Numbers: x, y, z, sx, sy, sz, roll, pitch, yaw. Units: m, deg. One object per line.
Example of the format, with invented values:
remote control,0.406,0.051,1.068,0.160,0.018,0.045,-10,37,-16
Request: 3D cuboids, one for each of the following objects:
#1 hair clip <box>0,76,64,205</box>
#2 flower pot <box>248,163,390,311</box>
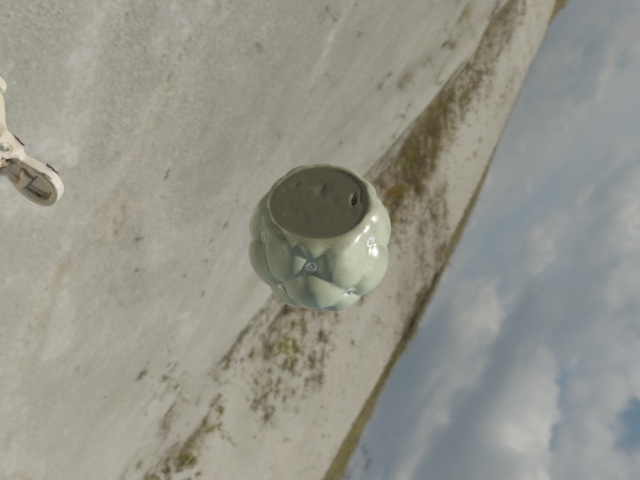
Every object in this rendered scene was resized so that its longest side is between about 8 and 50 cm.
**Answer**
hair clip,-0.241,-0.118,0.478,0.034,0.226,0.072,-32,163,33
flower pot,0.000,0.000,1.136,0.246,0.246,0.195,-51,155,-32
